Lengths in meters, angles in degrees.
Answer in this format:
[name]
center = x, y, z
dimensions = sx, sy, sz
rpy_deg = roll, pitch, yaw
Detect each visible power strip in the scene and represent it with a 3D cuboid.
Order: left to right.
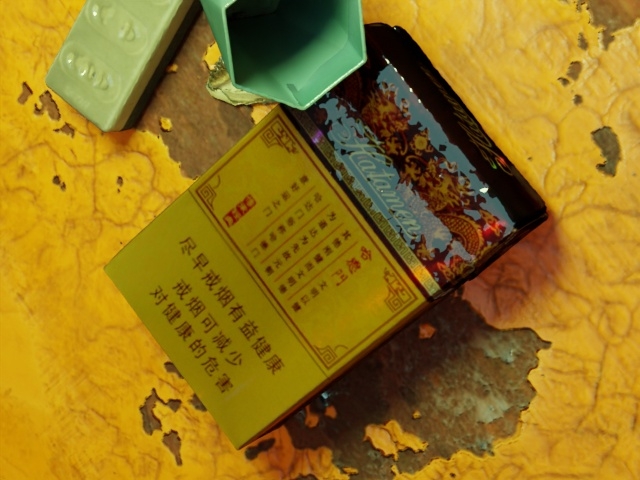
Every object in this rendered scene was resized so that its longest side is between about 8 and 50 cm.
[power strip]
center = -0.203, -0.250, 1.571
dimensions = 0.105, 0.070, 0.256
rpy_deg = 38, 110, 14

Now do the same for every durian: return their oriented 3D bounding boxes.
[durian]
center = -0.072, -0.186, 1.548
dimensions = 0.130, 0.052, 0.066
rpy_deg = 0, 137, 27

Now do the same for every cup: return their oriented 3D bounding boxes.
[cup]
center = -0.049, -0.232, 1.415
dimensions = 0.134, 0.235, 0.148
rpy_deg = -9, 114, -11

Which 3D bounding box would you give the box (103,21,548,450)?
[box]
center = 0.000, 0.000, 1.494
dimensions = 0.415, 0.116, 0.264
rpy_deg = -42, 80, 23
